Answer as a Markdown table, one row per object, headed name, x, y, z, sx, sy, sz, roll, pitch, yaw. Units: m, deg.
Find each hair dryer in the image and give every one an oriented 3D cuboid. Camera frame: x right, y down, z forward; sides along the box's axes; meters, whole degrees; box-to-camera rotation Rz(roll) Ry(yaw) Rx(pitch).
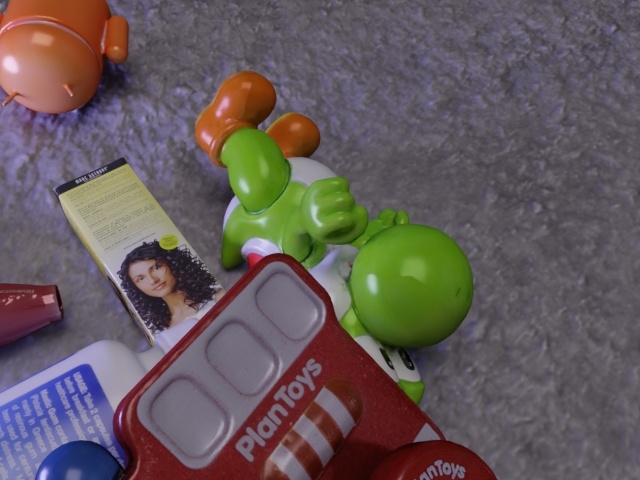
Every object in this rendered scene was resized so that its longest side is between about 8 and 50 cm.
| name | x | y | z | sx | sy | sz | roll | pitch | yaw |
| --- | --- | --- | --- | --- | --- | --- | --- | --- | --- |
| hair dryer | -0.389 | 0.032 | 0.663 | 0.293 | 0.080 | 0.223 | 19 | 54 | 11 |

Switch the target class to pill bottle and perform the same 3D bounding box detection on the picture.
| name | x | y | z | sx | sy | sz | roll | pitch | yaw |
| --- | --- | --- | --- | --- | --- | --- | --- | --- | --- |
| pill bottle | -0.193 | 0.173 | 0.525 | 0.272 | 0.152 | 0.152 | -27 | 59 | -21 |

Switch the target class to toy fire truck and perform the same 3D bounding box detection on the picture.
| name | x | y | z | sx | sy | sz | roll | pitch | yaw |
| --- | --- | --- | --- | --- | --- | --- | --- | --- | --- |
| toy fire truck | -0.045 | 0.187 | 0.454 | 0.254 | 0.169 | 0.302 | 47 | 59 | -4 |

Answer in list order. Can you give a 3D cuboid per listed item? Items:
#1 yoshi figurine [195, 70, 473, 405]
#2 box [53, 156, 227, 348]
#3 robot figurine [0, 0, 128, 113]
| name | x | y | z | sx | sy | sz | roll | pitch | yaw |
| --- | --- | --- | --- | --- | --- | --- | --- | --- | --- |
| yoshi figurine | 0.024 | -0.014 | 0.654 | 0.203 | 0.203 | 0.362 | -16 | 59 | -22 |
| box | -0.184 | 0.017 | 0.699 | 0.087 | 0.058 | 0.232 | -31 | 60 | -23 |
| robot figurine | -0.336 | -0.250 | 0.847 | 0.158 | 0.128 | 0.219 | 22 | 46 | -31 |
